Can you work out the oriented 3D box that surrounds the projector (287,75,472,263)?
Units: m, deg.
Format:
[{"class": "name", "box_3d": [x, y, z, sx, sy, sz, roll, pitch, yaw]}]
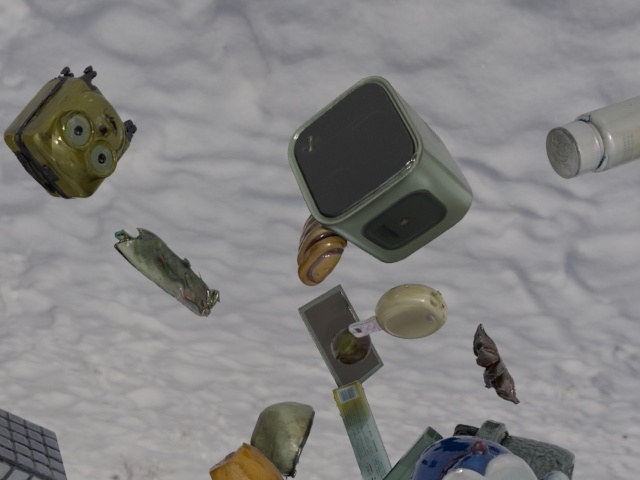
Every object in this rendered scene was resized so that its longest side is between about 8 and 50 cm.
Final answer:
[{"class": "projector", "box_3d": [0.118, -0.130, 1.401, 0.248, 0.249, 0.249, -35, 146, 18]}]

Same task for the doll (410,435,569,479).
[{"class": "doll", "box_3d": [0.204, 0.333, 0.916, 0.215, 0.161, 0.257, -7, 165, 6]}]

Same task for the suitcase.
[{"class": "suitcase", "box_3d": [-0.494, -0.212, 1.440, 0.143, 0.235, 0.194, 4, 142, 30]}]

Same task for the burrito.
[{"class": "burrito", "box_3d": [-0.357, 0.072, 1.677, 0.066, 0.096, 0.309, -15, 132, 40]}]

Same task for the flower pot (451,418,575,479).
[{"class": "flower pot", "box_3d": [0.398, 0.557, 1.585, 0.282, 0.299, 0.299, 10, 161, 23]}]

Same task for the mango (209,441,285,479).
[{"class": "mango", "box_3d": [-0.133, 0.595, 1.474, 0.186, 0.360, 0.144, -2, -174, 10]}]

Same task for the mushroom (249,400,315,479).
[{"class": "mushroom", "box_3d": [-0.115, 0.561, 2.089, 0.164, 0.190, 0.267, 18, -159, 4]}]

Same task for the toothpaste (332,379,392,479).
[{"class": "toothpaste", "box_3d": [0.125, 0.548, 1.966, 0.089, 0.313, 0.071, -21, 157, 0]}]

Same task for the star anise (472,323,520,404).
[{"class": "star anise", "box_3d": [0.406, 0.297, 1.689, 0.065, 0.182, 0.195, -31, 119, 15]}]

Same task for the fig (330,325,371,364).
[{"class": "fig", "box_3d": [0.071, 0.283, 1.878, 0.103, 0.154, 0.109, 31, 121, 18]}]

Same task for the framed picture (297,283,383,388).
[{"class": "framed picture", "box_3d": [0.062, 0.300, 2.173, 0.019, 0.296, 0.232, -30, 177, 39]}]

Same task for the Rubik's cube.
[{"class": "Rubik's cube", "box_3d": [-0.726, 0.524, 1.559, 0.238, 0.237, 0.237, 38, 178, -31]}]

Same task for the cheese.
[{"class": "cheese", "box_3d": [0.158, 0.164, 1.521, 0.227, 0.064, 0.137, -23, 123, 33]}]

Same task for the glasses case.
[{"class": "glasses case", "box_3d": [0.162, 0.441, 1.367, 0.039, 0.184, 0.078, 40, -170, 13]}]

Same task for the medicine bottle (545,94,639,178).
[{"class": "medicine bottle", "box_3d": [0.658, -0.235, 1.626, 0.258, 0.144, 0.143, -19, 162, -13]}]

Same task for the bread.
[{"class": "bread", "box_3d": [0.000, 0.000, 1.496, 0.081, 0.225, 0.134, 25, 113, -12]}]
